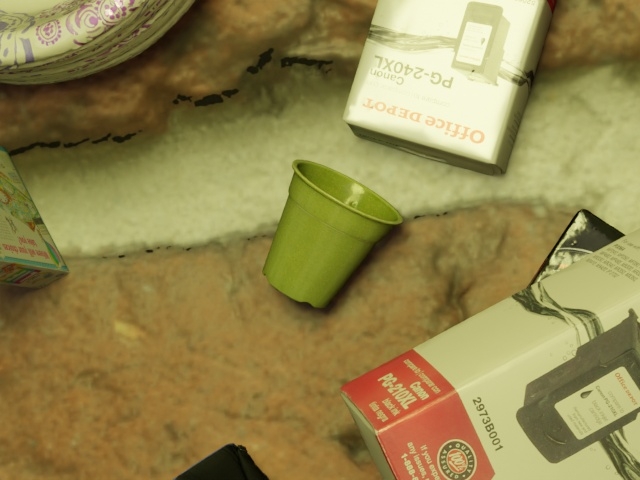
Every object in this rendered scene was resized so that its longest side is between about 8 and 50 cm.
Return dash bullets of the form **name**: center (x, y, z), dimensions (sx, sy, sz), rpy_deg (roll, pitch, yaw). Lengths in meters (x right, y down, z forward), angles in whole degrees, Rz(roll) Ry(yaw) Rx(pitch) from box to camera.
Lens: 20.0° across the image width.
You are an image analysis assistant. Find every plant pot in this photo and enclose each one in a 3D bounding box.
- **plant pot**: center (0.000, 0.000, 1.215), dimensions (0.083, 0.083, 0.079), rpy_deg (32, 103, 10)

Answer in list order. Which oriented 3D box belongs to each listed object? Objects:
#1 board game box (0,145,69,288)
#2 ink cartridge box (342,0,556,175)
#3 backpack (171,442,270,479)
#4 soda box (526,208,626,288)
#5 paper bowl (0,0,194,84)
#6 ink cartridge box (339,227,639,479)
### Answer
- **board game box**: center (-0.225, -0.021, 1.212), dimensions (0.026, 0.154, 0.103), rpy_deg (-29, 82, 6)
- **ink cartridge box**: center (0.090, -0.130, 1.210), dimensions (0.109, 0.063, 0.150), rpy_deg (16, 89, 10)
- **backpack**: center (-0.057, 0.212, 1.200), dimensions (0.120, 0.098, 0.101), rpy_deg (45, 123, 10)
- **soda box**: center (0.146, 0.063, 1.189), dimensions (0.053, 0.060, 0.169), rpy_deg (33, 93, 5)
- **paper bowl**: center (-0.196, -0.247, 1.225), dimensions (0.284, 0.148, 0.284), rpy_deg (-1, 87, 10)
- **ink cartridge box**: center (0.159, 0.120, 1.113), dimensions (0.237, 0.100, 0.172), rpy_deg (-27, 106, -6)
